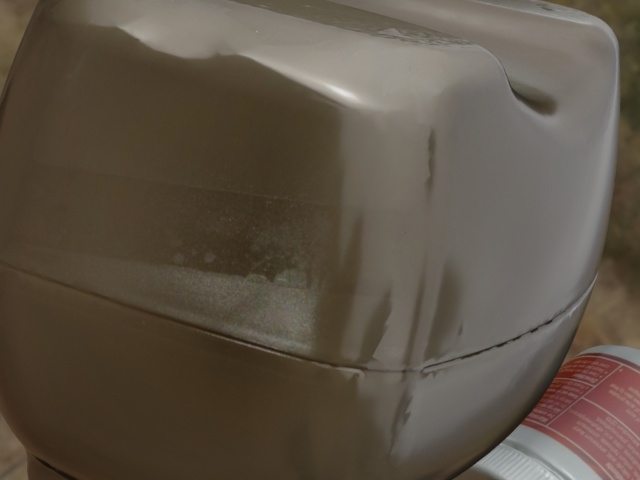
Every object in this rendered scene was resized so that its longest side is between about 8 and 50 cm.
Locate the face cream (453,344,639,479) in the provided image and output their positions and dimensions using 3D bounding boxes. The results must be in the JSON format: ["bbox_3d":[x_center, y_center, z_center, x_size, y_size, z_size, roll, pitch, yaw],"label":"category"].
[{"bbox_3d":[0.219,0.211,1.576,0.187,0.201,0.201,-35,87,-28],"label":"face cream"}]

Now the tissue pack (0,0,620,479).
[{"bbox_3d":[0.000,0.000,1.013,0.267,0.277,0.387,13,15,19],"label":"tissue pack"}]
